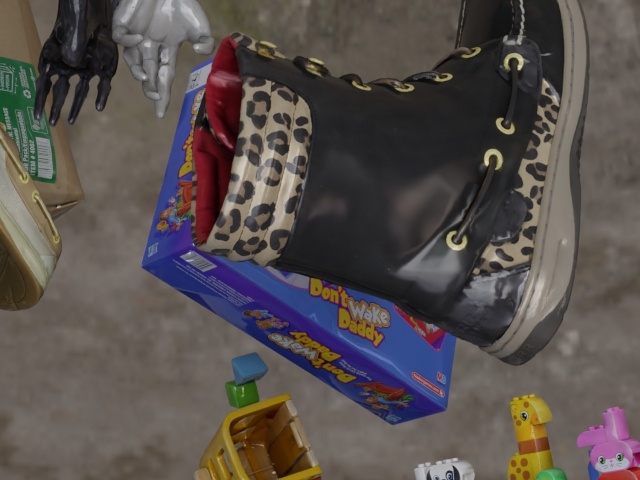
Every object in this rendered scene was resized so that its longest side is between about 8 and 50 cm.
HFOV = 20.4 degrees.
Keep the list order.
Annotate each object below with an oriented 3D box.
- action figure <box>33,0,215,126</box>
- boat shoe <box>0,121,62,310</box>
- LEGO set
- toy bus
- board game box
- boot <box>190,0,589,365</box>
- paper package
[{"bbox_3d":[-0.124,-0.117,0.768,0.164,0.141,0.276,1,163,-12],"label":"action figure"},{"bbox_3d":[-0.161,-0.033,0.815,0.050,0.045,0.135,-9,118,26],"label":"boat shoe"},{"bbox_3d":[0.182,0.171,1.444,0.227,0.093,0.087,-16,172,38],"label":"LEGO set"},{"bbox_3d":[-0.076,0.239,1.832,0.104,0.191,0.202,-15,114,-24],"label":"toy bus"},{"bbox_3d":[0.000,0.000,1.747,0.078,0.233,0.347,-21,136,41],"label":"board game box"},{"bbox_3d":[0.055,-0.104,1.382,0.284,0.377,0.138,15,151,-17],"label":"boot"},{"bbox_3d":[-0.467,-0.138,2.132,0.309,0.325,0.168,-31,157,37],"label":"paper package"}]
